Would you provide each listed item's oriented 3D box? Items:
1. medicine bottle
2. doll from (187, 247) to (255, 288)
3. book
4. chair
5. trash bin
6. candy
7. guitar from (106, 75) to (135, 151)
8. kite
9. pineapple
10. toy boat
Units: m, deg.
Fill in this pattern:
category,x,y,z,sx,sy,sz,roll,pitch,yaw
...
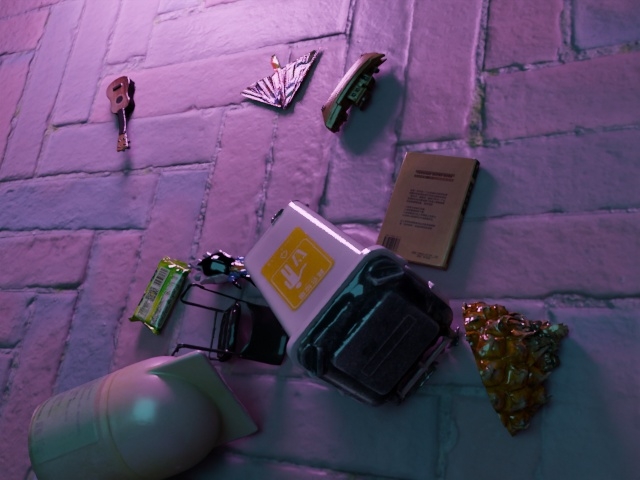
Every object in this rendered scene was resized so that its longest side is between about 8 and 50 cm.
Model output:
category,x,y,z,sx,sy,sz,roll,pitch,yaw
medicine bottle,-0.349,0.362,1.504,0.406,0.236,0.236,-23,59,17
doll,-0.214,0.062,1.665,0.195,0.070,0.096,6,56,26
book,0.207,-0.063,1.489,0.161,0.026,0.231,11,75,34
chair,-0.188,0.190,1.574,0.145,0.221,0.140,136,143,-65
trash bin,0.042,0.107,1.395,0.256,0.296,0.367,-52,39,3
candy,-0.370,0.126,1.753,0.102,0.032,0.178,18,78,32
guitar,-0.540,-0.339,2.060,0.083,0.038,0.271,-27,55,19
kite,-0.090,-0.392,1.828,0.241,0.014,0.183,-30,54,17
pineapple,0.325,0.179,1.243,0.164,0.140,0.250,-17,58,23
toy boat,0.078,-0.330,1.668,0.072,0.064,0.206,35,89,23
